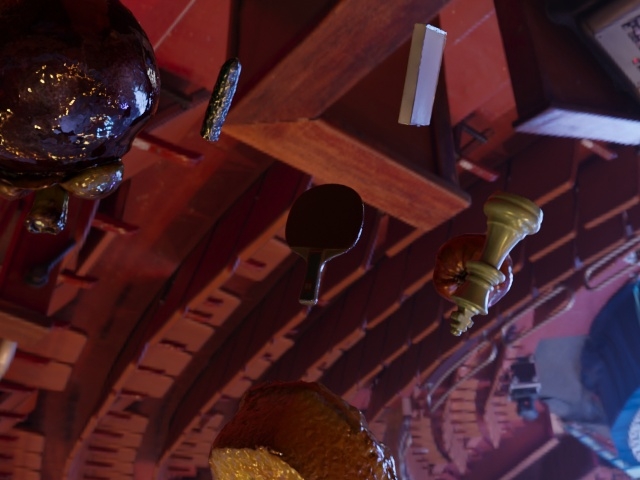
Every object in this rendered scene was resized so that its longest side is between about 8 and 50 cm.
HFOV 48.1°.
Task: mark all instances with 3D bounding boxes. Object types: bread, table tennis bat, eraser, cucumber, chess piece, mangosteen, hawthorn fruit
[{"bbox_3d":[-0.033,0.452,1.370,0.398,0.215,0.397,22,129,29],"label":"bread"},{"bbox_3d":[0.000,0.000,1.374,0.154,0.274,0.021,1,147,17],"label":"table tennis bat"},{"bbox_3d":[0.159,-0.253,1.110,0.023,0.150,0.104,15,-166,23],"label":"eraser"},{"bbox_3d":[-0.141,-0.205,1.023,0.032,0.032,0.133,12,126,-19],"label":"cucumber"},{"bbox_3d":[0.164,0.026,0.707,0.059,0.149,0.059,27,169,6],"label":"chess piece"},{"bbox_3d":[-0.348,-0.196,0.947,0.297,0.297,0.293,-25,109,34],"label":"mangosteen"},{"bbox_3d":[0.240,0.040,1.126,0.125,0.140,0.125,15,141,13],"label":"hawthorn fruit"}]
